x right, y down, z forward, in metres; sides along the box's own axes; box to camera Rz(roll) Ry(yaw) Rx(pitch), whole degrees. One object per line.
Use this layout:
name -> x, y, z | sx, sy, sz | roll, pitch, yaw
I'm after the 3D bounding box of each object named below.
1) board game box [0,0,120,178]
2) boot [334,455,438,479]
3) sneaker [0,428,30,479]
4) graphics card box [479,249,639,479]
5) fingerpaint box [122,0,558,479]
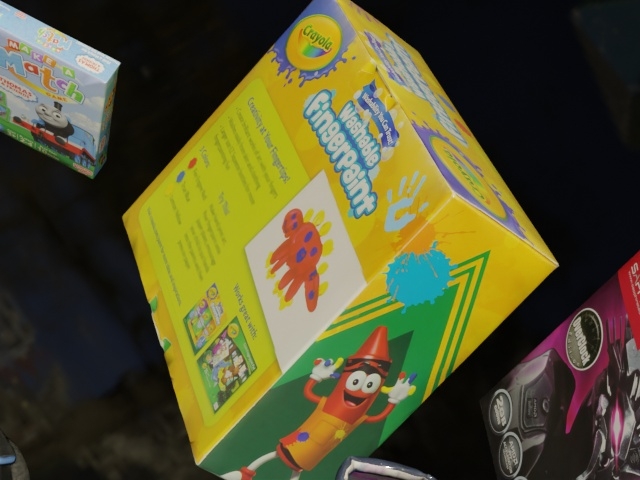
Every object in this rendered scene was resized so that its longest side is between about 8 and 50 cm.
board game box -> -0.314, -0.170, 1.923 | 0.160, 0.039, 0.211 | 27, 149, 4
boot -> 0.087, 0.199, 1.048 | 0.190, 0.069, 0.086 | 19, 136, 1
sneaker -> -0.219, 0.205, 0.994 | 0.079, 0.121, 0.217 | 21, 110, 18
graphics card box -> 0.284, 0.153, 1.448 | 0.371, 0.094, 0.233 | -51, 40, 47
fingerpaint box -> 0.000, 0.000, 1.764 | 0.163, 0.371, 0.445 | 32, -162, -33
